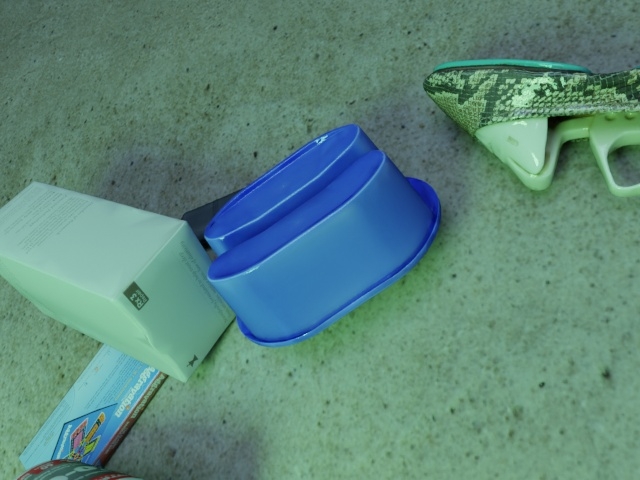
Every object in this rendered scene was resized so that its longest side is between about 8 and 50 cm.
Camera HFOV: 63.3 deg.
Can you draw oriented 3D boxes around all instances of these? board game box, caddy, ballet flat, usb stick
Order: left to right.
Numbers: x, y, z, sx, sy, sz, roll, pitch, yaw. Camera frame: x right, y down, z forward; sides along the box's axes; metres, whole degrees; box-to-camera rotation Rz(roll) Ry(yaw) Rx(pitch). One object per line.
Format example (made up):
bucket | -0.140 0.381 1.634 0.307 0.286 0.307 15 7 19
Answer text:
board game box | -0.367 0.281 0.852 0.145 0.027 0.281 29 80 36
usb stick | -0.119 -0.061 0.897 0.278 0.045 0.077 -20 57 15
caddy | 0.000 0.000 0.732 0.341 0.179 0.241 -34 31 7
ballet flat | 0.358 -0.147 0.656 0.483 0.164 0.182 5 87 26

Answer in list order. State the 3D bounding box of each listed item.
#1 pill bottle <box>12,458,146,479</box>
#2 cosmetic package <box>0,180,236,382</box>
pill bottle | -0.279 0.370 0.639 0.283 0.161 0.161 -11 59 39
cosmetic package | -0.345 0.054 0.829 0.385 0.217 0.156 14 53 28
